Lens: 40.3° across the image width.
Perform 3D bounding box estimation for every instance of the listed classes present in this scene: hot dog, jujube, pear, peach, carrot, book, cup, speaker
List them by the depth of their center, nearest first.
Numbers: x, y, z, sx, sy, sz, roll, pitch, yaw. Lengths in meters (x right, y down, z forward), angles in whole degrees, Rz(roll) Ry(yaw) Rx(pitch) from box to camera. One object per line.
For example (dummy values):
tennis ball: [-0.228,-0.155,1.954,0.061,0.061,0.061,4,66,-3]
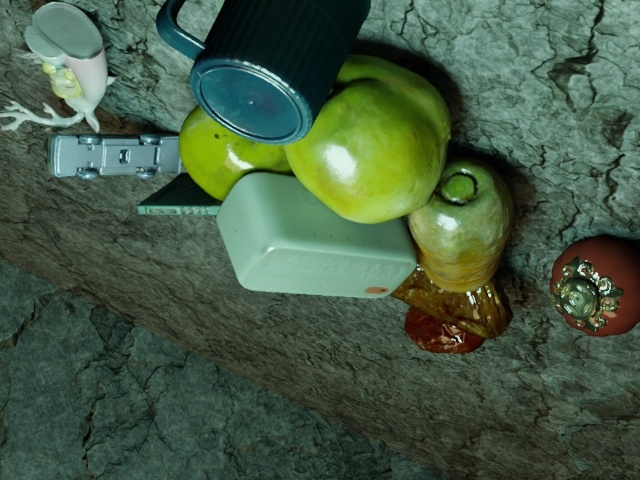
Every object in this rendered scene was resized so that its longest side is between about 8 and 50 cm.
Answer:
cup: [-0.087,-0.359,1.500,0.242,0.292,0.308,1,148,36]
peach: [0.083,-0.187,1.676,0.314,0.281,0.315,5,136,29]
speaker: [0.000,0.000,1.820,0.406,0.184,0.183,6,138,-33]
pear: [-0.157,-0.205,1.863,0.294,0.294,0.294,18,153,9]
carrot: [0.302,-0.029,1.889,0.224,0.224,0.340,14,154,16]
book: [-0.204,-0.111,2.046,0.379,0.264,0.031,1,112,16]
hot dog: [0.306,0.102,2.176,0.387,0.174,0.267,24,159,34]
jujube: [0.344,0.230,2.405,0.174,0.174,0.250,37,161,-26]

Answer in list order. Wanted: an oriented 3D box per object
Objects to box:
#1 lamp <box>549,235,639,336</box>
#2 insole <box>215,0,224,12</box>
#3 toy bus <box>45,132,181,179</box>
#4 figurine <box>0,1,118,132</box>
lamp: [0.619,0.100,1.920,0.227,0.227,0.227,18,153,9]
insole: [-0.175,-0.434,1.745,0.053,0.002,0.152,13,152,17]
toy bus: [-0.503,-0.211,2.103,0.330,0.109,0.136,-5,-163,-40]
figurine: [-0.594,-0.382,1.979,0.284,0.206,0.315,14,146,3]
